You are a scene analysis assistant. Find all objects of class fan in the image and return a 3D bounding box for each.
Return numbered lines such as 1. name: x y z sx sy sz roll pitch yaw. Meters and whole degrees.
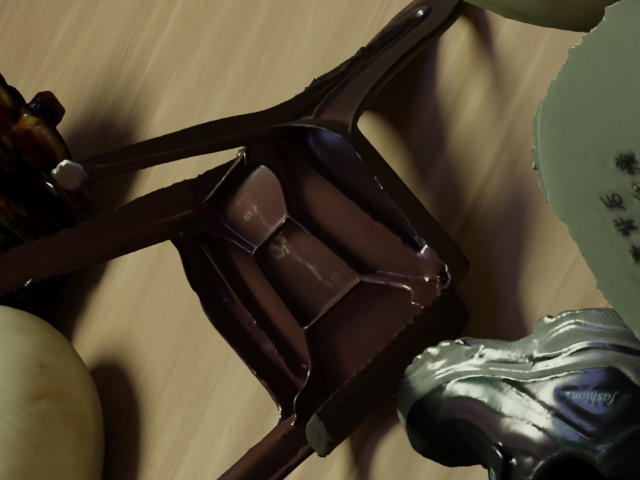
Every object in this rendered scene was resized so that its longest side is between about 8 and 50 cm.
1. fan: 0.189 -0.020 0.483 0.010 0.182 0.310 -40 13 -36

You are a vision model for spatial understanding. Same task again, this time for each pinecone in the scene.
1. pinecone: -0.336 -0.018 1.358 0.298 0.242 0.296 21 89 59

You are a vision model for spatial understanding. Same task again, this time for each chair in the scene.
1. chair: 0.000 0.000 0.855 0.326 0.183 0.175 -32 -8 -46

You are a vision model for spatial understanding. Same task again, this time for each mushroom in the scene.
1. mushroom: -0.272 0.169 1.163 0.246 0.202 0.246 -28 58 59

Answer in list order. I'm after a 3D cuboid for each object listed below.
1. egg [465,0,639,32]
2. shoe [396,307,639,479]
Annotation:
1. egg: 0.144 -0.226 0.546 0.345 0.283 0.283 -30 47 42
2. shoe: 0.092 0.091 0.671 0.169 0.071 0.099 -28 53 51
